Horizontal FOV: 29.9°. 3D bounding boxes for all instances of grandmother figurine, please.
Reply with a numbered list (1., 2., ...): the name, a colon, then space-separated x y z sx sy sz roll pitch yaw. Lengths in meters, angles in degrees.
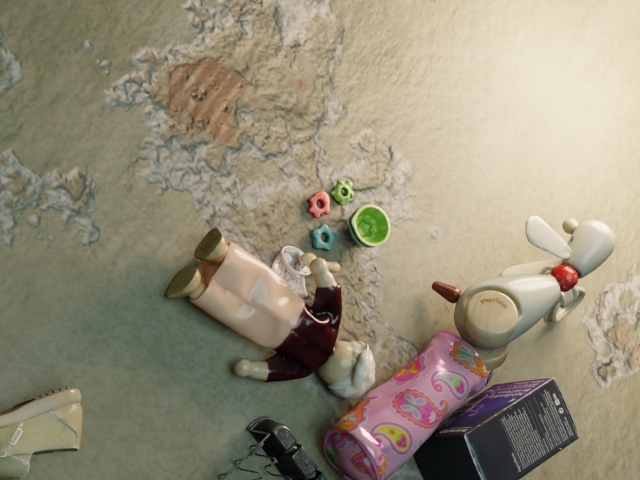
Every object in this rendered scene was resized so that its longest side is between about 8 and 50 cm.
1. grandmother figurine: -0.047 0.119 1.756 0.342 0.104 0.208 39 91 -22

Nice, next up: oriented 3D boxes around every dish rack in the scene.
1. dish rack: -0.095 0.403 1.681 0.271 0.074 0.208 -41 100 -29

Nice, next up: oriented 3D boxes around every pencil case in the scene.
1. pencil case: 0.134 0.256 1.814 0.284 0.124 0.124 -36 99 -35

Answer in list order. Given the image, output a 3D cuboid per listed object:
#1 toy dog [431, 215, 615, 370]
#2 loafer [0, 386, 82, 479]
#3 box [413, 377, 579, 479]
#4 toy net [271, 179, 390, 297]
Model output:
1. toy dog: 0.314 0.062 1.948 0.333 0.220 0.161 -28 64 -40
2. loafer: -0.409 0.265 1.497 0.268 0.102 0.092 -21 85 -33
3. box: 0.270 0.309 1.870 0.207 0.153 0.108 -25 93 -33
4. toy net: 0.000 0.000 1.833 0.232 0.045 0.122 -37 100 -31
